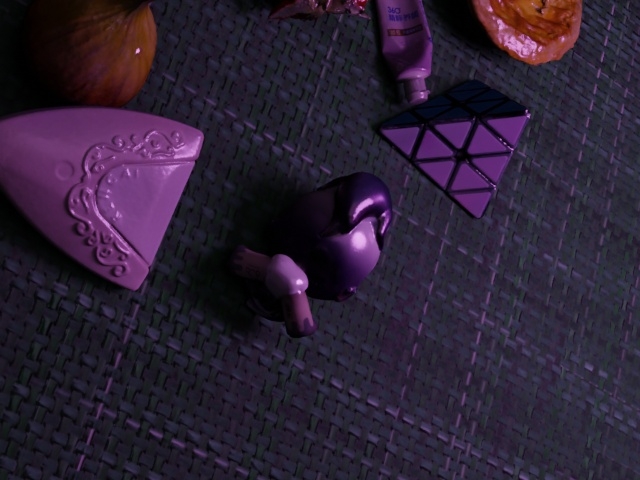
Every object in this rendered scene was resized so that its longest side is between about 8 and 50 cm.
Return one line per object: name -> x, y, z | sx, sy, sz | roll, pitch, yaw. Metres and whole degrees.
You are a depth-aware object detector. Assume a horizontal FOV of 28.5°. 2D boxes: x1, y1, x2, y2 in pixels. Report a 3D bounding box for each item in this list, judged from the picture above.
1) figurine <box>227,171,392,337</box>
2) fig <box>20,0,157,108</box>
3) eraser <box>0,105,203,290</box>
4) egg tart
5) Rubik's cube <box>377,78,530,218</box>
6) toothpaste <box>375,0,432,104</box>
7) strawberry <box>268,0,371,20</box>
figurine -> 0.000, 0.000, 1.576 | 0.222, 0.145, 0.145 | -44, 105, -32
fig -> -0.229, -0.249, 1.432 | 0.160, 0.231, 0.143 | 55, 15, -6
eraser -> -0.266, -0.069, 1.406 | 0.243, 0.059, 0.204 | 22, 92, -33
egg tart -> 0.291, -0.370, 1.879 | 0.241, 0.106, 0.241 | 6, 79, -35
Rubik's cube -> 0.238, -0.131, 1.747 | 0.211, 0.178, 0.190 | -34, 102, -34
toothpaste -> 0.113, -0.337, 1.782 | 0.075, 0.048, 0.301 | -3, 76, -24
strawberry -> -0.012, -0.404, 1.659 | 0.174, 0.098, 0.228 | -5, 96, -40
